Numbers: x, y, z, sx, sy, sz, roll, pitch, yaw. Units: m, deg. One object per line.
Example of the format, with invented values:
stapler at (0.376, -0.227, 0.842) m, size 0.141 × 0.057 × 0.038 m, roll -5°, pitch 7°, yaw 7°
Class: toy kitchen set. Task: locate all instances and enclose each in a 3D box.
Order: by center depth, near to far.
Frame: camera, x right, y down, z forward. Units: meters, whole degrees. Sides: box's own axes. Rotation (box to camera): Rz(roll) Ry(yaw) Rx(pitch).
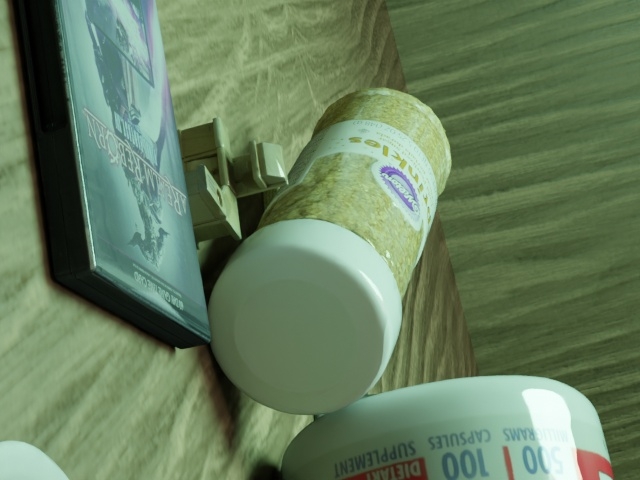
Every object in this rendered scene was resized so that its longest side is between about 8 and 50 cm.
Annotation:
toy kitchen set at (-0.064, -0.052, 0.970) m, size 0.075 × 0.068 × 0.083 m, roll 59°, pitch 19°, yaw -61°

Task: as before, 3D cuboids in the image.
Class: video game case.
video game case at (-0.118, -0.090, 0.837) m, size 0.196 × 0.026 × 0.274 m, roll 48°, pitch 29°, yaw -71°

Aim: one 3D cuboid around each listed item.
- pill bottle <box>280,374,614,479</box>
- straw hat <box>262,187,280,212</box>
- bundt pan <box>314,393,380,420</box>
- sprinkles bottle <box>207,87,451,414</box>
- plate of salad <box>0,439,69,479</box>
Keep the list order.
pill bottle at (0.110, 0.312, 0.990) m, size 0.229 × 0.229 × 0.408 m, roll 58°, pitch 21°, yaw -64°
straw hat at (0.000, 0.000, 1.306) m, size 0.144 × 0.061 × 0.145 m, roll -13°, pitch 90°, yaw -81°
bundt pan at (0.097, 0.279, 1.302) m, size 0.331 × 0.124 × 0.331 m, roll -13°, pitch 90°, yaw -81°
sprinkles bottle at (0.017, -0.007, 1.108) m, size 0.355 × 0.121 × 0.121 m, roll -64°, pitch 140°, yaw -65°
plate of salad at (-0.089, 0.170, 0.562) m, size 0.200 × 0.048 × 0.200 m, roll -13°, pitch 90°, yaw -80°
